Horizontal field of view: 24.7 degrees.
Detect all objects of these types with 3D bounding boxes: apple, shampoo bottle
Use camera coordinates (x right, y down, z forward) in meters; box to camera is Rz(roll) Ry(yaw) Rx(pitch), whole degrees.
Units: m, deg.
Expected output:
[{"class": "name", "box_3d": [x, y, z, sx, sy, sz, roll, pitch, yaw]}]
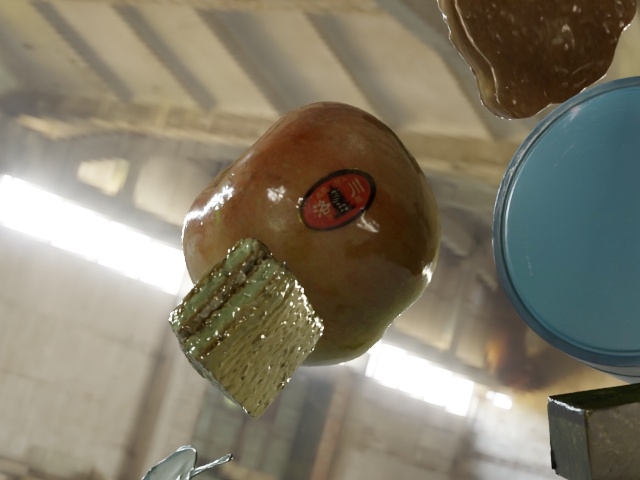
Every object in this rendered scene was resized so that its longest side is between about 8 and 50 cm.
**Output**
[{"class": "apple", "box_3d": [0.000, 0.000, 1.892, 0.305, 0.338, 0.338, 48, -14, -4]}, {"class": "shampoo bottle", "box_3d": [0.417, 0.016, 1.720, 0.331, 0.331, 0.343, 10, -9, 32]}]

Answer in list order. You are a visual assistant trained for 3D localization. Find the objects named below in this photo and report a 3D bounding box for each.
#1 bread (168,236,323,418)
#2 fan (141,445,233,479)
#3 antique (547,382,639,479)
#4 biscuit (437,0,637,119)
[{"class": "bread", "box_3d": [-0.076, 0.084, 1.473, 0.102, 0.138, 0.196, 34, -11, 20]}, {"class": "fan", "box_3d": [-0.147, 0.245, 1.489, 0.175, 0.113, 0.005, -28, -66, 39]}, {"class": "antique", "box_3d": [0.336, 0.178, 1.409, 0.221, 0.081, 0.080, -7, 9, -18]}, {"class": "biscuit", "box_3d": [0.351, -0.402, 2.364, 0.062, 0.385, 0.365, 6, -52, 57]}]
